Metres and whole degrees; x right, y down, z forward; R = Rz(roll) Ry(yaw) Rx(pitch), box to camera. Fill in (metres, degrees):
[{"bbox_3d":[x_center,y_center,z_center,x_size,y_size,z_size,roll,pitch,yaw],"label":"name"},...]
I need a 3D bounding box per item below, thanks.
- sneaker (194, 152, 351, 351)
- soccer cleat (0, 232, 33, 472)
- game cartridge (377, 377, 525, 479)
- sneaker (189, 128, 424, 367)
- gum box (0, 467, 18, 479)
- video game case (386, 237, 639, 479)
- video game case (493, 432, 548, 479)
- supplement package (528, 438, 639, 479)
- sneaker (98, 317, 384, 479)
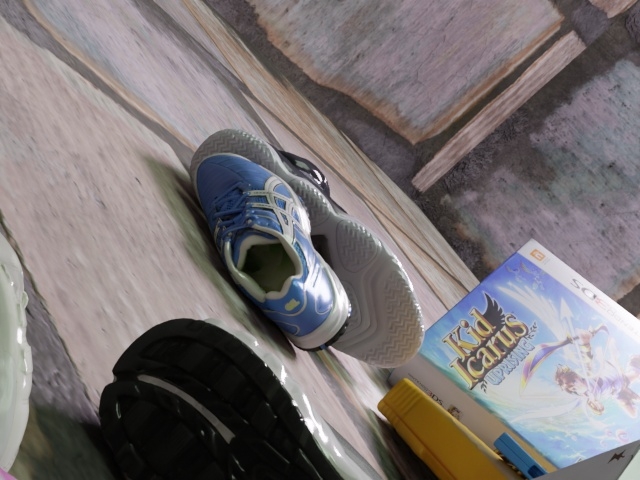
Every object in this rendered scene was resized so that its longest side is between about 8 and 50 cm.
[{"bbox_3d":[-0.048,-0.006,1.079,0.211,0.080,0.081,52,5,36],"label":"sneaker"},{"bbox_3d":[-0.134,0.027,0.488,0.076,0.068,0.196,46,4,-41],"label":"soccer cleat"},{"bbox_3d":[0.189,0.254,1.051,0.285,0.052,0.324,45,-4,-19],"label":"game cartridge"},{"bbox_3d":[0.000,0.000,1.226,0.268,0.101,0.153,46,10,2],"label":"sneaker"},{"bbox_3d":[-0.106,0.093,0.308,0.188,0.062,0.107,45,8,-22],"label":"gum box"},{"bbox_3d":[0.239,0.140,1.338,0.244,0.061,0.269,38,41,15],"label":"video game case"},{"bbox_3d":[0.195,0.206,0.907,0.119,0.015,0.166,46,-2,-33],"label":"video game case"},{"bbox_3d":[0.171,0.243,0.655,0.244,0.139,0.134,48,-36,-1],"label":"supplement package"},{"bbox_3d":[0.013,0.148,0.591,0.271,0.100,0.108,51,3,23],"label":"sneaker"}]
